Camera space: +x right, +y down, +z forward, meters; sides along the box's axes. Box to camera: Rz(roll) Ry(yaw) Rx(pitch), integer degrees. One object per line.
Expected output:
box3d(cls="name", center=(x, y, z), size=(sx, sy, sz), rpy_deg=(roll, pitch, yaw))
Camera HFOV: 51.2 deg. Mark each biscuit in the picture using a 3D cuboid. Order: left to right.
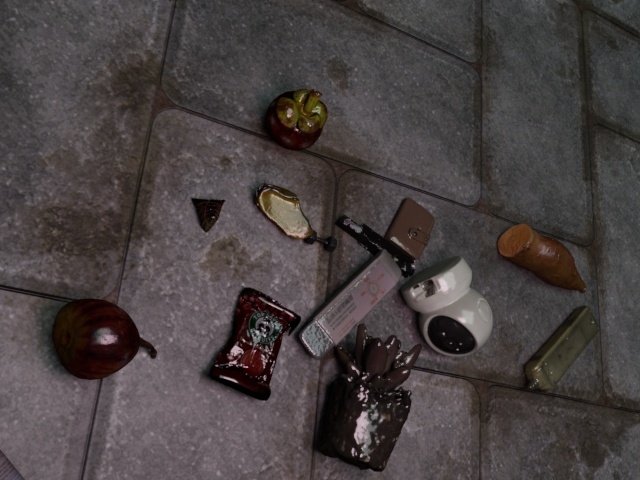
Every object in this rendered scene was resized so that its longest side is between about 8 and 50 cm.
box3d(cls="biscuit", center=(-0.143, 0.231, 1.481), size=(0.151, 0.063, 0.235), rpy_deg=(33, 58, -19))

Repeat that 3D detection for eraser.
box3d(cls="eraser", center=(0.079, 0.149, 1.626), size=(0.352, 0.061, 0.089), rpy_deg=(-41, 99, -26))

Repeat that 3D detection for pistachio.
box3d(cls="pistachio", center=(-0.087, -0.075, 1.619), size=(0.173, 0.049, 0.089), rpy_deg=(44, 80, -14))

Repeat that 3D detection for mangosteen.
box3d(cls="mangosteen", center=(-0.047, -0.295, 1.635), size=(0.156, 0.181, 0.146), rpy_deg=(-37, 115, -36))

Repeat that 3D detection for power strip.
box3d(cls="power strip", center=(0.705, 0.325, 1.963), size=(0.387, 0.066, 0.092), rpy_deg=(-34, 95, -36))

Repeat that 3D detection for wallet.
box3d(cls="wallet", center=(0.247, -0.030, 1.812), size=(0.118, 0.038, 0.153), rpy_deg=(36, 59, -15))

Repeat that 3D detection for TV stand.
box3d(cls="TV stand", center=(0.146, 0.012, 1.739), size=(0.249, 0.036, 0.042), rpy_deg=(35, 61, -17))

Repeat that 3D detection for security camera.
box3d(cls="security camera", center=(0.337, 0.181, 1.713), size=(0.194, 0.194, 0.236), rpy_deg=(-32, 96, -34))

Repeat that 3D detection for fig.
box3d(cls="fig", center=(-0.409, 0.190, 1.280), size=(0.202, 0.149, 0.148), rpy_deg=(7, 110, -16))

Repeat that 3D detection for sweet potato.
box3d(cls="sweet potato", center=(0.691, 0.063, 1.993), size=(0.336, 0.131, 0.131), rpy_deg=(27, 63, -21))

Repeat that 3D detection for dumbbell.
box3d(cls="dumbbell", center=(0.000, 0.000, 1.655), size=(0.083, 0.036, 0.040), rpy_deg=(21, 66, -24))

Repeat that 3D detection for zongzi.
box3d(cls="zongzi", center=(-0.244, -0.072, 1.523), size=(0.073, 0.067, 0.083), rpy_deg=(-16, 66, -27))

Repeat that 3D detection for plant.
box3d(cls="plant", center=(0.122, 0.357, 1.536), size=(0.194, 0.181, 0.321), rpy_deg=(28, 67, -21))

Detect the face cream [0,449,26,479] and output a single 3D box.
box3d(cls="face cream", center=(-0.576, 0.435, 1.091), size=(0.177, 0.177, 0.153), rpy_deg=(-38, 94, -33))
